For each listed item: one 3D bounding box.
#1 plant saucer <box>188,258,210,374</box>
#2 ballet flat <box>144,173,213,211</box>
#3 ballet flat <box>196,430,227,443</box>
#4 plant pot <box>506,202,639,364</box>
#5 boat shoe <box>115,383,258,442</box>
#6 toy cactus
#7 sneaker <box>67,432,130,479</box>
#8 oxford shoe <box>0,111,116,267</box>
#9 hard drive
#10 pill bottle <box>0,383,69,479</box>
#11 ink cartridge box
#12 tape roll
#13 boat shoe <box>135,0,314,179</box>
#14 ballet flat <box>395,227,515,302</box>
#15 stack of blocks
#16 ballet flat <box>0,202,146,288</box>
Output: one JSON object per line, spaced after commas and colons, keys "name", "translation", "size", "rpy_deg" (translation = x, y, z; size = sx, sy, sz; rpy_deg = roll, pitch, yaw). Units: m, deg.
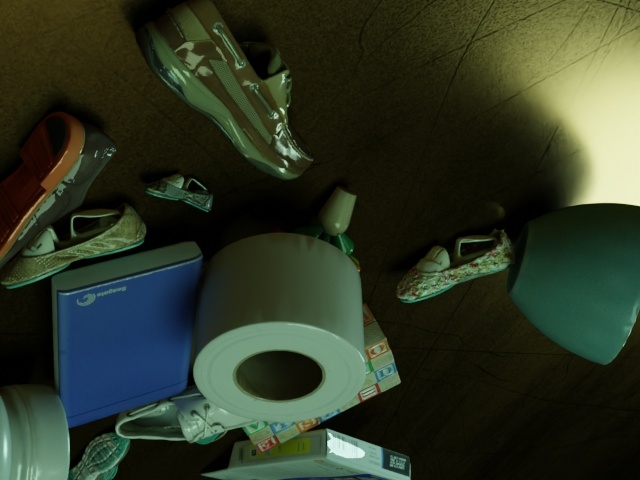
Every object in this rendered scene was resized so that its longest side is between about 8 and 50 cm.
{"name": "plant saucer", "translation": [-0.233, 0.139, 1.645], "size": [0.278, 0.041, 0.278], "rpy_deg": [-19, 143, -15]}
{"name": "ballet flat", "translation": [-0.193, -0.071, 1.434], "size": [0.114, 0.041, 0.041], "rpy_deg": [17, 123, -45]}
{"name": "ballet flat", "translation": [-0.127, 0.222, 1.763], "size": [0.107, 0.106, 0.316], "rpy_deg": [44, 116, -9]}
{"name": "plant pot", "translation": [0.445, 0.055, 1.848], "size": [0.195, 0.290, 0.290], "rpy_deg": [15, 134, 2]}
{"name": "boat shoe", "translation": [-0.204, 0.289, 1.695], "size": [0.277, 0.096, 0.098], "rpy_deg": [-10, 113, 15]}
{"name": "toy cactus", "translation": [0.000, 0.000, 1.611], "size": [0.219, 0.112, 0.180], "rpy_deg": [16, 105, -41]}
{"name": "sneaker", "translation": [-0.384, 0.393, 1.832], "size": [0.166, 0.065, 0.076], "rpy_deg": [-43, 158, 22]}
{"name": "oxford shoe", "translation": [-0.359, -0.038, 1.311], "size": [0.271, 0.097, 0.098], "rpy_deg": [-45, 147, 19]}
{"name": "hard drive", "translation": [-0.289, 0.146, 1.536], "size": [0.210, 0.040, 0.318], "rpy_deg": [-15, 141, -26]}
{"name": "pill bottle", "translation": [-0.572, 0.304, 1.453], "size": [0.392, 0.224, 0.224], "rpy_deg": [2, 133, -35]}
{"name": "ink cartridge box", "translation": [-0.026, 0.448, 2.079], "size": [0.307, 0.072, 0.304], "rpy_deg": [-12, 155, 33]}
{"name": "tape roll", "translation": [-0.058, 0.130, 1.508], "size": [0.246, 0.169, 0.246], "rpy_deg": [-1, 137, -1]}
{"name": "boat shoe", "translation": [-0.090, -0.188, 1.296], "size": [0.120, 0.122, 0.324], "rpy_deg": [-40, 143, 8]}
{"name": "ballet flat", "translation": [0.234, 0.036, 1.822], "size": [0.241, 0.091, 0.077], "rpy_deg": [-19, 112, -22]}
{"name": "stack of blocks", "translation": [-0.016, 0.254, 1.882], "size": [0.297, 0.087, 0.171], "rpy_deg": [-27, 143, -4]}
{"name": "ballet flat", "translation": [-0.341, 0.000, 1.402], "size": [0.206, 0.073, 0.067], "rpy_deg": [-22, 115, -15]}
